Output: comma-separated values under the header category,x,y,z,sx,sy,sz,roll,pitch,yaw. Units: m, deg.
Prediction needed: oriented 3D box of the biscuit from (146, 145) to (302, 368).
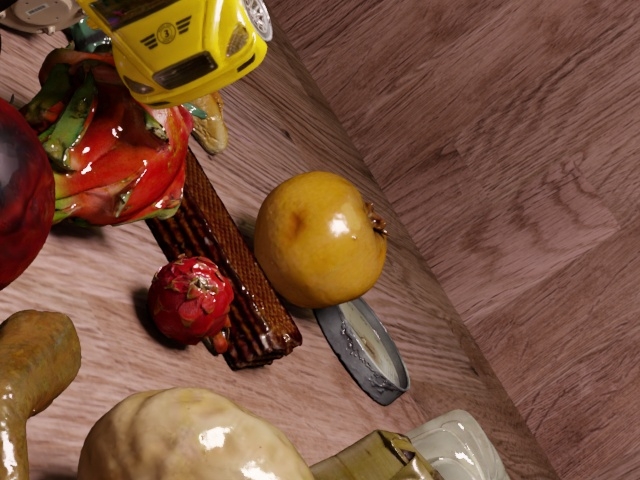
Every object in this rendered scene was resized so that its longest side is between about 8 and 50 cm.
category,x,y,z,sx,sy,sz,roll,pitch,yaw
biscuit,-0.154,-0.011,1.321,0.388,0.073,0.107,58,14,14

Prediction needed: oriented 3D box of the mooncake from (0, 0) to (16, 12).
category,x,y,z,sx,sy,sz,roll,pitch,yaw
mooncake,-0.360,-0.332,0.999,0.245,0.245,0.133,41,19,-49

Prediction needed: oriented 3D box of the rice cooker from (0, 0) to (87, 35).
category,x,y,z,sx,sy,sz,roll,pitch,yaw
rice cooker,-0.349,-0.323,1.250,0.127,0.145,0.206,68,17,10

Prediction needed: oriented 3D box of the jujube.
category,x,y,z,sx,sy,sz,roll,pitch,yaw
jujube,-0.281,-0.018,0.687,0.168,0.168,0.236,55,30,0

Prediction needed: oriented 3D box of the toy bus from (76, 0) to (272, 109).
category,x,y,z,sx,sy,sz,roll,pitch,yaw
toy bus,-0.162,-0.295,0.971,0.152,0.144,0.330,22,50,-67

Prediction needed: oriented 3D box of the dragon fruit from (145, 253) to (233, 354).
category,x,y,z,sx,sy,sz,roll,pitch,yaw
dragon fruit,-0.140,0.078,1.157,0.094,0.094,0.190,60,-11,22

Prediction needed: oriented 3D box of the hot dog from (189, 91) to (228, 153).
category,x,y,z,sx,sy,sz,roll,pitch,yaw
hot dog,-0.219,-0.243,1.689,0.242,0.073,0.084,48,19,-27

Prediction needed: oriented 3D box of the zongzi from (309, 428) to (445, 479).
category,x,y,z,sx,sy,sz,roll,pitch,yaw
zongzi,0.138,0.377,0.920,0.360,0.160,0.323,39,-22,43

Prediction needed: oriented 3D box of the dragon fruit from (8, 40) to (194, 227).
category,x,y,z,sx,sy,sz,roll,pitch,yaw
dragon fruit,-0.235,-0.112,1.056,0.269,0.198,0.200,-2,78,-66

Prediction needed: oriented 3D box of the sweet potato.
category,x,y,z,sx,sy,sz,roll,pitch,yaw
sweet potato,-0.222,0.116,0.765,0.081,0.062,0.233,52,16,-22

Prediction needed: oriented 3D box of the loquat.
category,x,y,z,sx,sy,sz,roll,pitch,yaw
loquat,0.000,0.000,1.575,0.208,0.208,0.208,51,13,-16

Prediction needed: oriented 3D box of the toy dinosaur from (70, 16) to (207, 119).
category,x,y,z,sx,sy,sz,roll,pitch,yaw
toy dinosaur,-0.282,-0.269,1.515,0.292,0.079,0.120,36,28,-49

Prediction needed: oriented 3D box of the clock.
category,x,y,z,sx,sy,sz,roll,pitch,yaw
clock,0.070,0.167,1.752,0.226,0.049,0.226,53,12,-17

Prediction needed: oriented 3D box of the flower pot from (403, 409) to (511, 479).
category,x,y,z,sx,sy,sz,roll,pitch,yaw
flower pot,0.174,0.361,1.365,0.254,0.164,0.367,62,13,7

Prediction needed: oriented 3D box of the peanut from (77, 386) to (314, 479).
category,x,y,z,sx,sy,sz,roll,pitch,yaw
peanut,-0.036,0.277,0.766,0.387,0.169,0.192,56,-1,-1
